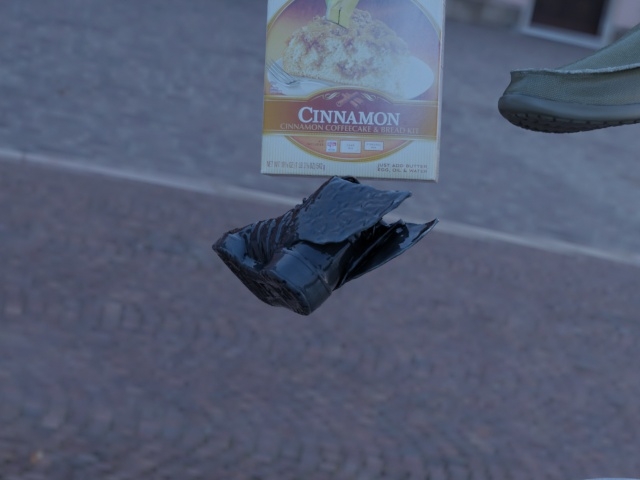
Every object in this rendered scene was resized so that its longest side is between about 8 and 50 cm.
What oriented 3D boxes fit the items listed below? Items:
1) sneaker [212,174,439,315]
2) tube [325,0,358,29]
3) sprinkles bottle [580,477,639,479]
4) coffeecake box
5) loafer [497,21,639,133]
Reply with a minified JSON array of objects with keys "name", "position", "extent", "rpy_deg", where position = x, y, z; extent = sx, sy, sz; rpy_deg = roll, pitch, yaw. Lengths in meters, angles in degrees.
[{"name":"sneaker","position":[-0.002,-0.002,1.025],"extent":[0.051,0.089,0.170],"rpy_deg":[49,-11,-20]},{"name":"tube","position":[0.027,-0.244,0.985],"extent":[0.070,0.240,0.062],"rpy_deg":[3,8,-41]},{"name":"sprinkles bottle","position":[-0.007,0.153,0.276],"extent":[0.121,0.121,0.355],"rpy_deg":[18,22,28]},{"name":"coffeecake box","position":[0.028,-0.142,1.385],"extent":[0.142,0.186,0.068],"rpy_deg":[2,0,6]},{"name":"loafer","position":[0.147,-0.078,0.769],"extent":[0.148,0.050,0.056],"rpy_deg":[-7,1,-21]}]
